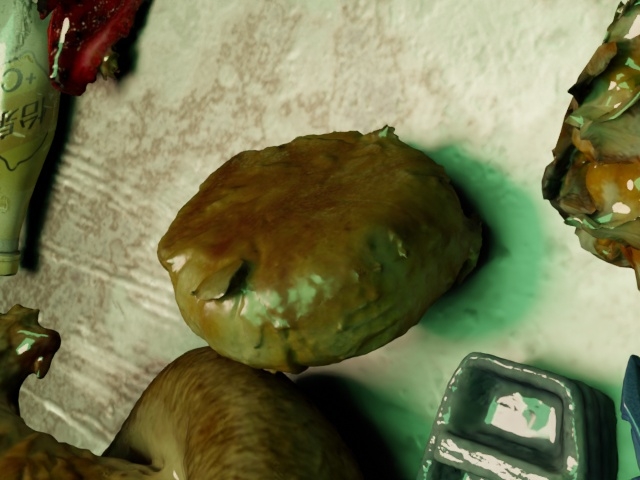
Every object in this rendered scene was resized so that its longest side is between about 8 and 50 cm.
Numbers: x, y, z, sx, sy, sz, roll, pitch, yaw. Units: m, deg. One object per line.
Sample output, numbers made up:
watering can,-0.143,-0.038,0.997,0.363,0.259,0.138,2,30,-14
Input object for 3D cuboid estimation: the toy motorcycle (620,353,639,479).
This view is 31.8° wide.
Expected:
toy motorcycle,0.232,0.179,0.713,0.114,0.076,0.205,4,90,43

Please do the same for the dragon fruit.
dragon fruit,-0.200,-0.224,1.010,0.092,0.122,0.192,14,96,3

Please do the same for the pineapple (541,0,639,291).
pineapple,0.301,-0.049,0.501,0.300,0.352,0.352,36,109,30

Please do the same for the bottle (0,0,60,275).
bottle,-0.299,-0.099,1.087,0.083,0.083,0.269,13,97,35

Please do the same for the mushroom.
mushroom,-0.128,0.216,0.814,0.331,0.356,0.334,-36,38,14

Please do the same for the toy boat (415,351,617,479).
toy boat,0.123,0.221,0.781,0.127,0.078,0.283,15,98,34

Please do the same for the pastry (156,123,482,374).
pastry,0.000,0.000,0.809,0.229,0.218,0.100,-11,124,14
